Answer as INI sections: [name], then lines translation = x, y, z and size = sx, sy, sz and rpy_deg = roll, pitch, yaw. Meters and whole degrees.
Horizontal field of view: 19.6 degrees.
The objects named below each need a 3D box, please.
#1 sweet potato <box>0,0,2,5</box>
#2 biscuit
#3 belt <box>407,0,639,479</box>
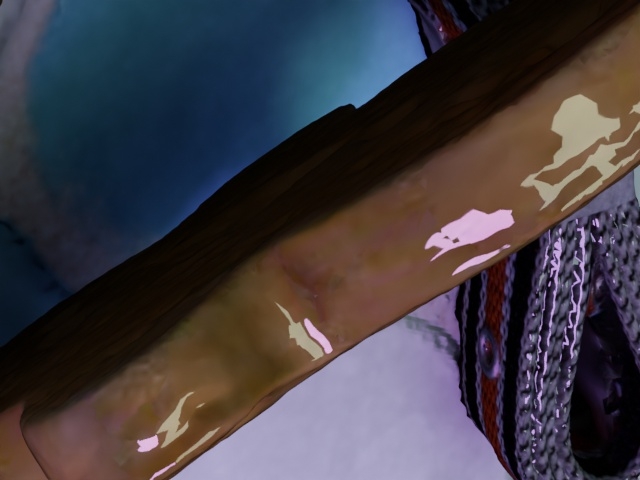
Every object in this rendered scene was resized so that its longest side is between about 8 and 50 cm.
[sweet potato]
translation = -0.170, 0.006, 0.630
size = 0.355, 0.095, 0.106
rpy_deg = -70, 166, 14
[biscuit]
translation = 0.001, 0.002, 0.609
size = 0.355, 0.275, 0.052
rpy_deg = -32, 100, 17
[belt]
translation = 0.094, -0.039, 0.781
size = 0.126, 0.094, 0.359
rpy_deg = -18, 117, -20
